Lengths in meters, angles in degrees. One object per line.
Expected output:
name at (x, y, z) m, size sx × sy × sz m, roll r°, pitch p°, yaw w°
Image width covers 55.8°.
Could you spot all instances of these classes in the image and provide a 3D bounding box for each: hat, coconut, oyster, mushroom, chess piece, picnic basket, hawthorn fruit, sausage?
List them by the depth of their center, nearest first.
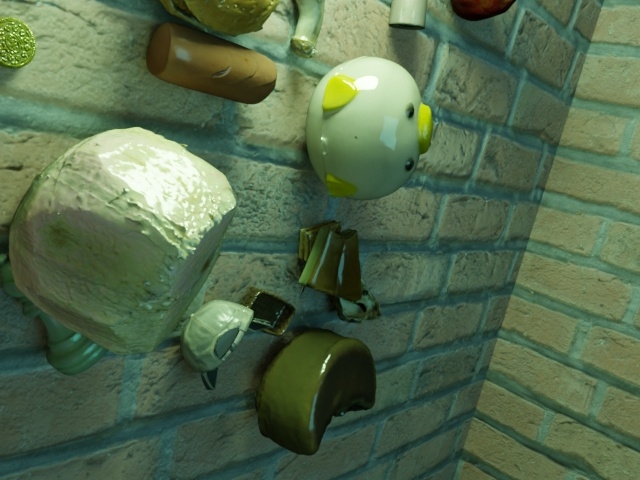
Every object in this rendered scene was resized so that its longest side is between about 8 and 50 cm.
coconut at (-0.372, -0.024, 1.113) m, size 0.405 × 0.405 × 0.404 m, roll -25°, pitch 126°, yaw -41°
chess piece at (-0.538, 0.131, 1.184) m, size 0.139 × 0.139 × 0.271 m, roll -47°, pitch 126°, yaw -25°
sausage at (-0.221, -0.371, 1.296) m, size 0.304 × 0.121 × 0.121 m, roll 3°, pitch 105°, yaw -50°
mushroom at (-0.029, -0.559, 1.470) m, size 0.092 × 0.081 × 0.223 m, roll -39°, pitch 139°, yaw -58°
hat at (-0.254, 0.248, 1.551) m, size 0.232 × 0.161 × 0.275 m, roll -44°, pitch 162°, yaw -7°
picnic basket at (-0.155, 0.201, 1.712) m, size 0.193 × 0.055 × 0.110 m, roll 38°, pitch 79°, yaw -52°
hawthorn fruit at (0.522, -0.786, 1.878) m, size 0.208 × 0.248 × 0.208 m, roll -27°, pitch 131°, yaw -37°
oyster at (0.095, 0.161, 1.976) m, size 0.166 × 0.094 × 0.294 m, roll -35°, pitch 114°, yaw -30°

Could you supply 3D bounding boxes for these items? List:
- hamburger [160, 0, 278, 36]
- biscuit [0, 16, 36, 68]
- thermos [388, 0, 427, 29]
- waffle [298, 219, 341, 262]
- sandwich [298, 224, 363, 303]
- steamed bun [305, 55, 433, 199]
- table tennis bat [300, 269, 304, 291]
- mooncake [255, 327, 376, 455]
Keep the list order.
hamburger at (-0.193, -0.547, 1.212) m, size 0.283 × 0.145 × 0.259 m, roll -16°, pitch 108°, yaw -56°
biscuit at (-0.527, -0.335, 1.026) m, size 0.084 × 0.023 × 0.084 m, roll -24°, pitch 123°, yaw -42°
thermos at (0.260, -0.710, 1.737) m, size 0.137 × 0.105 × 0.193 m, roll -32°, pitch 128°, yaw -72°
waffle at (0.000, 0.000, 1.807) m, size 0.148 × 0.042 × 0.102 m, roll -20°, pitch 121°, yaw -44°
sandwich at (0.068, 0.068, 1.812) m, size 0.245 × 0.063 × 0.212 m, roll 23°, pitch 88°, yaw -46°
steamed bun at (0.120, -0.290, 1.595) m, size 0.334 × 0.334 × 0.373 m, roll -28°, pitch 123°, yaw -39°
table tennis bat at (-0.043, 0.117, 1.842) m, size 0.050 × 0.007 × 0.083 m, roll 17°, pitch 93°, yaw -53°
mooncake at (-0.002, 0.472, 1.871) m, size 0.393 × 0.246 × 0.394 m, roll -61°, pitch 143°, yaw -22°
